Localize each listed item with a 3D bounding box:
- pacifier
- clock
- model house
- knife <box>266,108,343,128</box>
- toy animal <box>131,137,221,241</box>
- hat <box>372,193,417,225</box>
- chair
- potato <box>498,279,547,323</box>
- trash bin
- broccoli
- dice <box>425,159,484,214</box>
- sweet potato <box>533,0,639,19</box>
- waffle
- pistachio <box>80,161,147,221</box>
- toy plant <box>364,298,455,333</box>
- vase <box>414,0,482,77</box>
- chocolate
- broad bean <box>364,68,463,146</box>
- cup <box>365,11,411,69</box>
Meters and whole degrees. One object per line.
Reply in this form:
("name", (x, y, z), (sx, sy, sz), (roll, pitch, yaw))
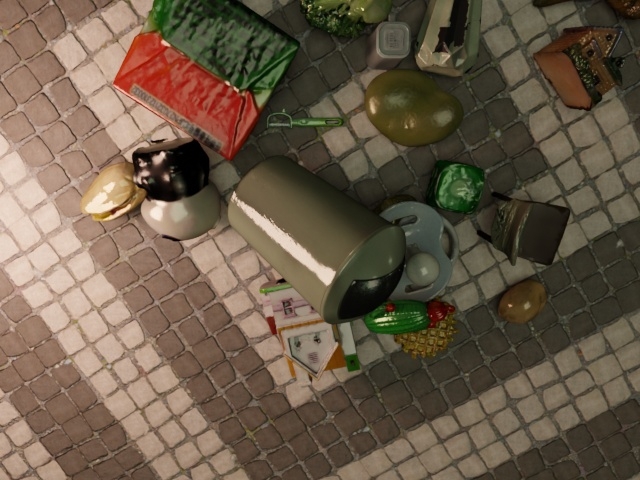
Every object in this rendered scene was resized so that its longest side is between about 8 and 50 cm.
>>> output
("pacifier", (0.264, 0.048, 1.327), (0.244, 0.233, 0.300), (-15, 107, 4))
("clock", (-0.023, 0.250, 1.417), (0.235, 0.166, 0.310), (-12, 93, 3))
("model house", (0.685, -0.455, 1.271), (0.172, 0.166, 0.183), (-37, 110, 4))
("knife", (-0.042, -0.333, 1.375), (0.212, 0.015, 0.054), (1, 94, 1))
("toy animal", (-0.378, -0.136, 1.327), (0.212, 0.212, 0.267), (-6, 117, 2))
("hat", (0.193, -0.097, 1.398), (0.146, 0.067, 0.146), (-12, 141, -10))
("chair", (0.530, -0.027, 1.271), (0.186, 0.319, 0.160), (16, 101, -2))
("potato", (0.575, 0.175, 1.423), (0.112, 0.112, 0.147), (44, 92, -7))
("trash bin", (0.000, 0.000, 1.227), (0.432, 0.280, 0.280), (39, 101, 26))
("broccoli", (0.079, -0.610, 1.205), (0.270, 0.270, 0.270), (-36, 55, 7))
("dice", (0.361, -0.144, 1.353), (0.128, 0.120, 0.131), (12, 99, 0))
("sweet potato", (0.713, -0.637, 1.264), (0.309, 0.098, 0.124), (10, 108, 2))
("waffle", (0.297, 0.245, 1.456), (0.197, 0.070, 0.193), (37, 99, -6))
("pistachio", (-0.561, -0.134, 1.376), (0.200, 0.117, 0.145), (-34, 61, 14))
("toy plant", (0.237, 0.208, 1.355), (0.240, 0.155, 0.088), (-1, 57, 10))
("vase", (0.342, -0.604, 1.250), (0.165, 0.165, 0.360), (10, 98, -1))
("chocolate", (-0.282, -0.442, 1.282), (0.360, 0.161, 0.341), (32, 100, -5))
("broad bean", (0.243, -0.346, 1.329), (0.263, 0.121, 0.189), (27, 106, 11))
("cup", (0.174, -0.513, 1.280), (0.095, 0.129, 0.128), (0, 98, -6))
